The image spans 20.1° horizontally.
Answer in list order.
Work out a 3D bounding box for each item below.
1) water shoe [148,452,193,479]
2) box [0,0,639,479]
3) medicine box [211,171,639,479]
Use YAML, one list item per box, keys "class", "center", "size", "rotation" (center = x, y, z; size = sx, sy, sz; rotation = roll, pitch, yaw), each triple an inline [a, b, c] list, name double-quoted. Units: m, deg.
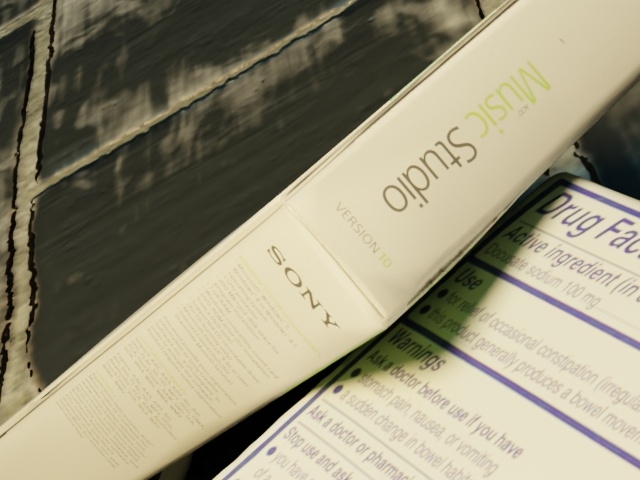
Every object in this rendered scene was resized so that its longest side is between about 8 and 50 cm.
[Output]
- class: "water shoe"
  center: [-0.142, 0.129, 0.826]
  size: [0.203, 0.080, 0.073]
  rotation: [-45, 31, -16]
- class: "box"
  center: [0.000, 0.000, 0.722]
  size: [0.232, 0.058, 0.322]
  rotation: [-42, 4, -36]
- class: "medicine box"
  center: [0.073, 0.148, 0.506]
  size: [0.289, 0.149, 0.263]
  rotation: [-41, 29, -11]
